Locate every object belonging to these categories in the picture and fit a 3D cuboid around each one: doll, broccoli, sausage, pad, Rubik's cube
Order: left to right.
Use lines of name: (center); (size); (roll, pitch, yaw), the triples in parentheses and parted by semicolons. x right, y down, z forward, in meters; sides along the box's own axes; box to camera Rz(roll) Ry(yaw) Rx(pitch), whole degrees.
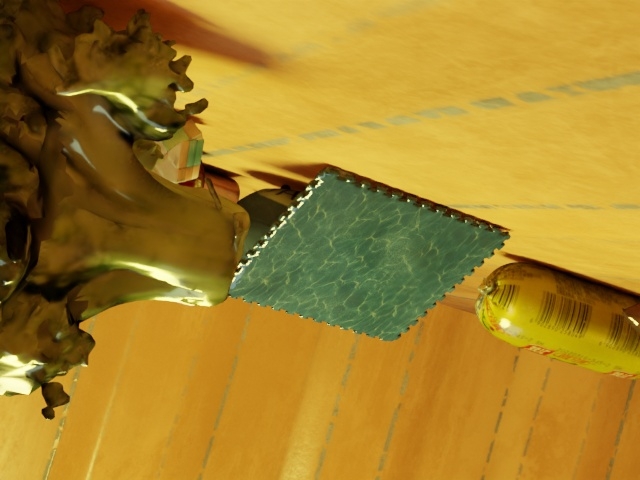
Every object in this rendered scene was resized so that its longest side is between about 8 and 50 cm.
broccoli: (-0.197, -0.019, 0.929); (0.281, 0.293, 0.348); (16, 177, -2)
Rubik's cube: (-0.166, -0.103, 1.294); (0.084, 0.073, 0.075); (12, -167, -3)
doll: (0.000, 0.000, 1.638); (0.258, 0.154, 0.228); (22, -177, 32)
pad: (0.049, 0.027, 1.479); (0.269, 0.012, 0.269); (17, 138, -25)
sausage: (0.371, 0.118, 1.778); (0.347, 0.123, 0.123); (19, 176, -19)

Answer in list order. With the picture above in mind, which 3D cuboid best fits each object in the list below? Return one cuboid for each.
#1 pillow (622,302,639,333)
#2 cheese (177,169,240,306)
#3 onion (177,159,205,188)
pillow: (0.554, 0.138, 1.432); (0.308, 0.108, 0.305); (14, 179, 43)
cheese: (-0.200, -0.039, 1.819); (0.128, 0.202, 0.177); (16, -155, -14)
onion: (-0.207, -0.076, 1.590); (0.117, 0.118, 0.119); (7, 171, 42)
